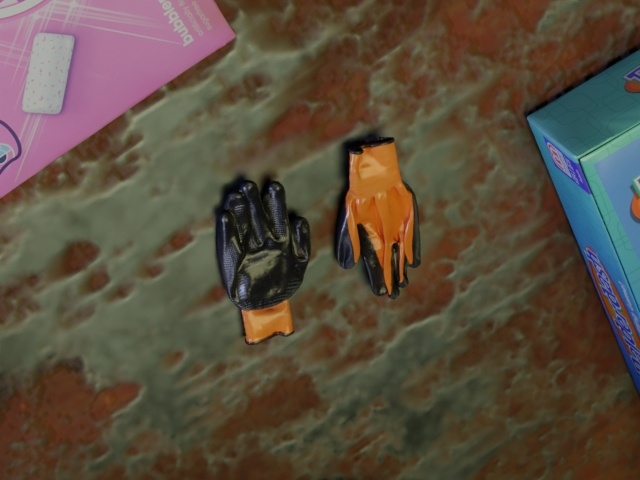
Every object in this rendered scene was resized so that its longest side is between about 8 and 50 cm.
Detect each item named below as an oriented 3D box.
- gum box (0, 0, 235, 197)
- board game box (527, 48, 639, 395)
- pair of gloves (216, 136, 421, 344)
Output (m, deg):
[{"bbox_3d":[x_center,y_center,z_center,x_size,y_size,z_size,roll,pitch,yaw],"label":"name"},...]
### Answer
[{"bbox_3d":[-0.123,-0.116,0.639,0.107,0.062,0.188,-35,124,-4],"label":"gum box"},{"bbox_3d":[0.195,-0.003,0.845,0.160,0.047,0.210,-30,124,-7],"label":"board game box"},{"bbox_3d":[0.000,0.000,0.784,0.083,0.010,0.074,-17,122,-12],"label":"pair of gloves"}]
